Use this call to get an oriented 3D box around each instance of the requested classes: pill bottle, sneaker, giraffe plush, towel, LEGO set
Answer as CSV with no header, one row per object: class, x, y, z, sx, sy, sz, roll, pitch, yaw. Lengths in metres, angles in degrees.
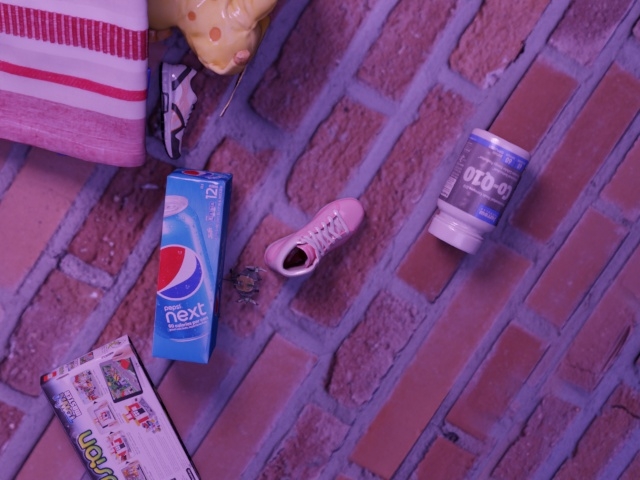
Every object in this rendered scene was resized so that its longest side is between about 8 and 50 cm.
pill bottle,0.187,-0.057,1.297,0.078,0.078,0.137,24,97,-18
sneaker,0.000,0.000,1.271,0.134,0.070,0.051,-32,106,-6
giraffe plush,-0.133,-0.259,1.132,0.170,0.181,0.210,26,79,-6
towel,-0.283,-0.225,1.057,0.237,0.037,0.329,10,129,3
LEGO set,-0.098,0.055,1.289,0.083,0.023,0.054,-16,105,4
sneaker,-0.157,-0.144,1.214,0.043,0.040,0.109,-2,104,-15

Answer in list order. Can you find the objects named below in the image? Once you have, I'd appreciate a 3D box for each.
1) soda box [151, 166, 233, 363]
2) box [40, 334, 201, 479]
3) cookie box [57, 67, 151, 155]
soda box,-0.145,0.027,1.235,0.067,0.071,0.210,6,102,1
box,-0.233,0.227,1.287,0.114,0.036,0.207,-25,108,-7
cookie box,-0.239,-0.143,1.194,0.092,0.040,0.107,6,101,-15
